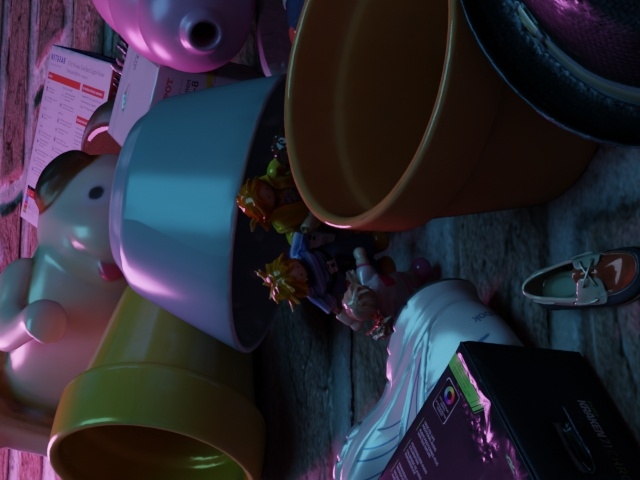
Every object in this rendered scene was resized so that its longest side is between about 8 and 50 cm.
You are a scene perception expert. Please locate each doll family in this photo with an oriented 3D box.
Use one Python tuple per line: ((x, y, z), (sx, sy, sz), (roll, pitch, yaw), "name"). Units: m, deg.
((0.000, 0.000, 1.509), (0.118, 0.163, 0.263), (-34, 74, 36), "doll family")

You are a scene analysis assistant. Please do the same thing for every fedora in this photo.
((0.226, -0.239, 1.092), (0.334, 0.152, 0.334), (-3, 82, 20), "fedora")

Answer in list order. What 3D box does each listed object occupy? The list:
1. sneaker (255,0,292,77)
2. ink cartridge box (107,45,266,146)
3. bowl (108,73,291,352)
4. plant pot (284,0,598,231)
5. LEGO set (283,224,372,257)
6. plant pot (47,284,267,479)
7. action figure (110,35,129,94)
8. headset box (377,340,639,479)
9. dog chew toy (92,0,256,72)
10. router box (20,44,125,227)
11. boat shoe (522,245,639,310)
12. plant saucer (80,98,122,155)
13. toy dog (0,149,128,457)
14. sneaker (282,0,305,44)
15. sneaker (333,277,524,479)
((-0.043, -0.276, 1.854), (0.095, 0.090, 0.235), (126, 149, -56), "sneaker")
((-0.162, -0.165, 1.932), (0.127, 0.176, 0.128), (41, 119, 59), "ink cartridge box")
((-0.130, -0.041, 1.688), (0.311, 0.163, 0.312), (9, -90, -80), "bowl")
((0.122, -0.144, 1.361), (0.291, 0.203, 0.291), (-23, 63, 59), "plant pot")
((0.022, -0.078, 1.654), (0.093, 0.087, 0.227), (36, 116, 43), "LEGO set")
((-0.183, 0.177, 1.835), (0.254, 0.254, 0.239), (-45, 30, 49), "plant pot")
((-0.220, -0.277, 2.117), (0.275, 0.141, 0.164), (-28, 47, 59), "action figure")
((0.161, 0.256, 1.260), (0.283, 0.131, 0.246), (-62, 34, 33), "headset box")
((-0.167, -0.301, 1.813), (0.332, 0.206, 0.207), (-119, 45, -58), "dog chew toy")
((-0.375, -0.147, 2.433), (0.335, 0.082, 0.301), (26, 106, 61), "router box")
((0.227, 0.032, 1.288), (0.137, 0.043, 0.049), (-20, 64, 58), "boat shoe")
((-0.285, -0.104, 2.196), (0.198, 0.036, 0.199), (16, 117, 34), "plant saucer")
((-0.307, 0.080, 2.101), (0.395, 0.284, 0.408), (-76, 8, -64), "toy dog")
((0.066, -0.266, 1.596), (0.350, 0.131, 0.148), (142, 127, -63), "sneaker")
((0.102, 0.188, 1.423), (0.129, 0.111, 0.297), (39, 119, 49), "sneaker")
